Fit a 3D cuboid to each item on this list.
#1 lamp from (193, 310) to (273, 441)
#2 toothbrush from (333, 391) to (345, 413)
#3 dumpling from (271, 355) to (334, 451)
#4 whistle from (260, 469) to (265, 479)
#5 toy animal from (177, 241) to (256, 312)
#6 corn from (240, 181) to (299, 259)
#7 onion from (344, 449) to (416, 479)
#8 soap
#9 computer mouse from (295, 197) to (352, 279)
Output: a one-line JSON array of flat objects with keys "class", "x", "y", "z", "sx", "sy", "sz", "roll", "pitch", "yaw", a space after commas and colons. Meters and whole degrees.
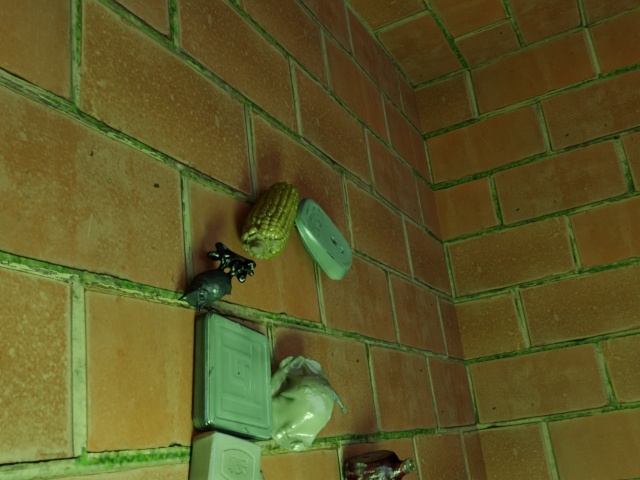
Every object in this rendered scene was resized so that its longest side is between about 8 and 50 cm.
[{"class": "lamp", "x": -0.198, "y": 0.320, "z": 1.539, "sx": 0.269, "sy": 0.047, "sz": 0.267, "roll": 36, "pitch": 43, "yaw": -55}, {"class": "toothbrush", "x": 0.041, "y": 0.469, "z": 2.015, "sx": 0.162, "sy": 0.014, "sz": 0.017, "roll": 61, "pitch": 8, "yaw": -27}, {"class": "dumpling", "x": -0.063, "y": 0.408, "z": 1.689, "sx": 0.193, "sy": 0.147, "sz": 0.258, "roll": 27, "pitch": 51, "yaw": -19}, {"class": "whistle", "x": -0.119, "y": 0.633, "z": 1.512, "sx": 0.107, "sy": 0.057, "sz": 0.220, "roll": -11, "pitch": 84, "yaw": -65}, {"class": "toy animal", "x": -0.257, "y": 0.105, "z": 1.533, "sx": 0.210, "sy": 0.121, "sz": 0.117, "roll": -45, "pitch": 163, "yaw": -45}, {"class": "corn", "x": -0.131, "y": -0.060, "z": 1.816, "sx": 0.130, "sy": 0.130, "sz": 0.347, "roll": 63, "pitch": 24, "yaw": -24}, {"class": "onion", "x": 0.183, "y": 0.688, "z": 1.937, "sx": 0.195, "sy": 0.218, "sz": 0.140, "roll": 24, "pitch": 56, "yaw": -59}, {"class": "soap", "x": -0.201, "y": 0.483, "z": 1.416, "sx": 0.183, "sy": 0.063, "sz": 0.122, "roll": 40, "pitch": 44, "yaw": -51}, {"class": "computer mouse", "x": -0.004, "y": 0.003, "z": 2.097, "sx": 0.288, "sy": 0.097, "sz": 0.159, "roll": 49, "pitch": 34, "yaw": -24}]
